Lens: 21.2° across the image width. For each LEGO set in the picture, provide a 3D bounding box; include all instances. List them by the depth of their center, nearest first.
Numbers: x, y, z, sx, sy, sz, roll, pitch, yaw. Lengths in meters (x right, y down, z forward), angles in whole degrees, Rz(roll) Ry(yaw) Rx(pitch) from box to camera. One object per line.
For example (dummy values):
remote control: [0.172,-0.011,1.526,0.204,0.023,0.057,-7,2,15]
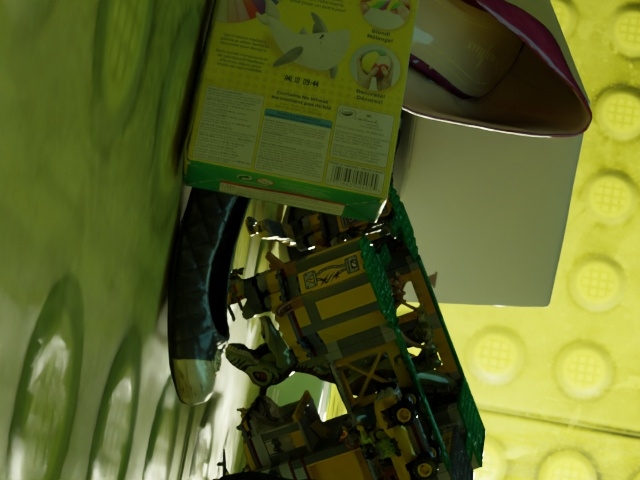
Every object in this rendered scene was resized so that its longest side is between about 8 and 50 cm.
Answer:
LEGO set: [-0.013,0.104,1.174,0.331,0.192,0.255,-77,146,-72]

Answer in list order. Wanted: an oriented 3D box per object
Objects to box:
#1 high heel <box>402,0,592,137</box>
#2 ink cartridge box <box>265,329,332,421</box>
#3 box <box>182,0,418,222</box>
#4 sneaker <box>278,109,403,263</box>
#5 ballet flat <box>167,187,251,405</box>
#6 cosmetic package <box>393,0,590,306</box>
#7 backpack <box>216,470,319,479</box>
high heel: [0.097,-0.136,1.249,0.127,0.181,0.377,-59,167,20]
ink cartridge box: [-0.027,0.182,1.593,0.235,0.056,0.171,95,5,-76]
box: [-0.005,-0.106,0.882,0.043,0.105,0.179,112,-11,-71]
sneaker: [0.022,-0.072,1.418,0.268,0.101,0.153,-85,180,-49]
ballet flat: [-0.050,0.002,0.903,0.057,0.049,0.173,62,37,-82]
cosmetic package: [0.134,-0.154,1.707,0.453,0.162,0.230,-95,-170,-56]
backpack: [-0.052,0.234,0.969,0.152,0.115,0.182,-38,139,-67]
